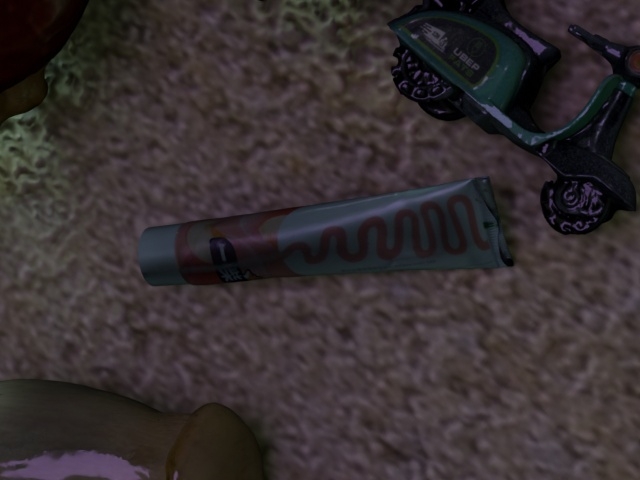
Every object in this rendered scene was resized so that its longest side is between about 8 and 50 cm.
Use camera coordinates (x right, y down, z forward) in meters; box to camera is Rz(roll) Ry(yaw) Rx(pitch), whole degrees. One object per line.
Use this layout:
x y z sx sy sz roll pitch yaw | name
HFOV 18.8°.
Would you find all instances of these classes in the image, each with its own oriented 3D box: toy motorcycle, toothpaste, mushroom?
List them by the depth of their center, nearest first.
0.107 -0.082 0.986 0.173 0.058 0.100 43 97 23 | toy motorcycle
0.000 0.000 1.036 0.205 0.036 0.056 -6 123 23 | toothpaste
-0.154 0.129 1.066 0.247 0.096 0.108 -7 59 20 | mushroom

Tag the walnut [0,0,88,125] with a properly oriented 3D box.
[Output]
-0.246 -0.131 1.049 0.222 0.269 0.244 30 136 61 | walnut
